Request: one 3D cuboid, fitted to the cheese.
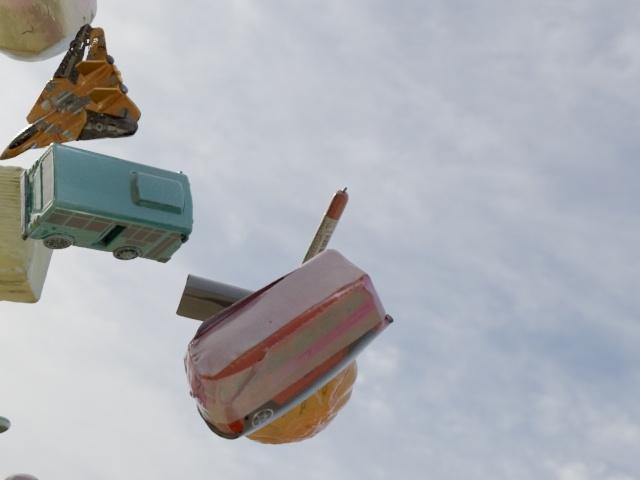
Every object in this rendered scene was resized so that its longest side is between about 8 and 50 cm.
[{"bbox_3d":[-0.629,-0.019,1.775,0.265,0.243,0.124,4,-32,3],"label":"cheese"}]

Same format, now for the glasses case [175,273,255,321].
[{"bbox_3d":[-0.128,0.111,1.523,0.190,0.042,0.072,15,-55,-5],"label":"glasses case"}]

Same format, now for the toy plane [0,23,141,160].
[{"bbox_3d":[-0.444,-0.211,1.669,0.316,0.103,0.204,-30,-98,38],"label":"toy plane"}]

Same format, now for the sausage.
[{"bbox_3d":[0.000,0.000,1.695,0.029,0.029,0.223,29,-64,6],"label":"sausage"}]

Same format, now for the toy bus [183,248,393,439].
[{"bbox_3d":[-0.053,0.144,1.374,0.127,0.302,0.147,44,-19,44],"label":"toy bus"}]

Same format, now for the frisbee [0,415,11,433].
[{"bbox_3d":[-0.516,0.276,1.435,0.110,0.014,0.110,-5,-24,-2],"label":"frisbee"}]

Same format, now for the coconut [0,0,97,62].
[{"bbox_3d":[-0.504,-0.442,1.669,0.227,0.227,0.230,19,-40,19],"label":"coconut"}]

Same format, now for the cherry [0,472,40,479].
[{"bbox_3d":[-0.547,0.496,1.708,0.140,0.176,0.176,8,-36,-9],"label":"cherry"}]

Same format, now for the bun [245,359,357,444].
[{"bbox_3d":[-0.053,0.314,1.965,0.299,0.298,0.165,98,-29,-51],"label":"bun"}]

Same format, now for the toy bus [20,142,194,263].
[{"bbox_3d":[-0.326,-0.055,1.523,0.256,0.128,0.147,12,-32,-36],"label":"toy bus"}]
